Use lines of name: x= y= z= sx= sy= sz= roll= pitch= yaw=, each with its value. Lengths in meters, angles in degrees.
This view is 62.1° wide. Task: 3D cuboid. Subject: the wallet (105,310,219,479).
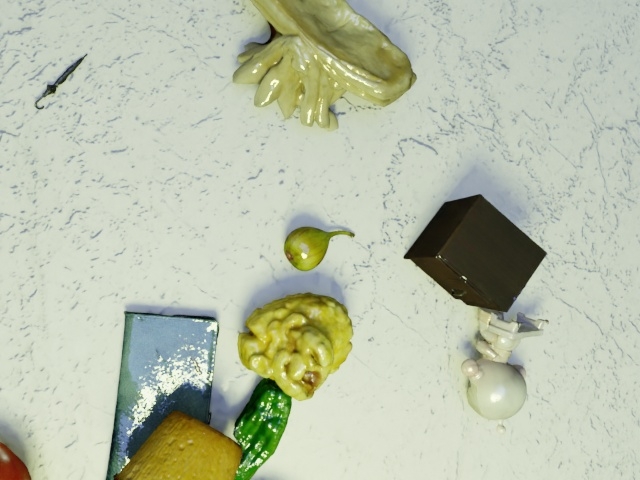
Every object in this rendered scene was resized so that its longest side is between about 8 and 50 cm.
wallet: x=-0.310 y=0.335 z=1.048 sx=0.190 sy=0.046 sz=0.379 roll=6 pitch=85 yaw=-12

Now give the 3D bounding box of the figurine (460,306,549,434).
figurine: x=0.399 y=0.283 z=1.162 sx=0.144 sy=0.182 sz=0.257 roll=10 pitch=92 yaw=31

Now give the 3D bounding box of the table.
table: x=0.323 y=0.035 z=1.134 sx=0.193 sy=0.169 sz=0.172 roll=39 pitch=81 yaw=-9

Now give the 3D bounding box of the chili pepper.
chili pepper: x=-0.135 y=0.398 z=1.067 sx=0.099 sy=0.083 sz=0.253 roll=31 pitch=86 yaw=-8

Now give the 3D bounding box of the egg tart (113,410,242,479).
egg tart: x=-0.241 y=0.415 z=0.947 sx=0.215 sy=0.215 sz=0.171 roll=33 pitch=63 yaw=-9

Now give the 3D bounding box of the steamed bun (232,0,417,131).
steamed bun: x=-0.025 y=-0.375 z=1.093 sx=0.428 sy=0.189 sz=0.247 roll=34 pitch=52 yaw=-10

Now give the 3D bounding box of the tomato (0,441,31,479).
tomato: x=-0.622 y=0.478 z=0.865 sx=0.298 sy=0.298 sz=0.226 roll=10 pitch=115 yaw=-11

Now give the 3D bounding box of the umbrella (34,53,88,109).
umbrella: x=-0.514 y=-0.319 z=1.049 sx=0.149 sy=0.022 sz=0.022 roll=-56 pitch=140 yaw=-9

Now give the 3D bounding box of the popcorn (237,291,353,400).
popcorn: x=-0.041 y=0.196 z=1.033 sx=0.226 sy=0.203 sz=0.200 roll=20 pitch=87 yaw=-15

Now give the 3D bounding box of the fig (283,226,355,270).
fig: x=-0.010 y=0.008 z=1.128 sx=0.166 sy=0.093 sz=0.093 roll=-22 pitch=93 yaw=-51
